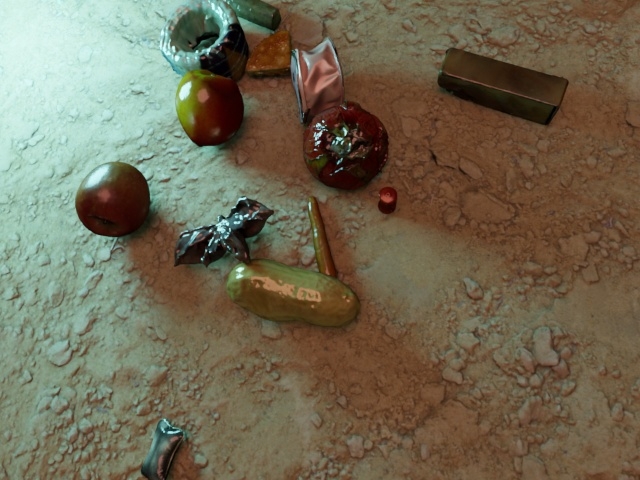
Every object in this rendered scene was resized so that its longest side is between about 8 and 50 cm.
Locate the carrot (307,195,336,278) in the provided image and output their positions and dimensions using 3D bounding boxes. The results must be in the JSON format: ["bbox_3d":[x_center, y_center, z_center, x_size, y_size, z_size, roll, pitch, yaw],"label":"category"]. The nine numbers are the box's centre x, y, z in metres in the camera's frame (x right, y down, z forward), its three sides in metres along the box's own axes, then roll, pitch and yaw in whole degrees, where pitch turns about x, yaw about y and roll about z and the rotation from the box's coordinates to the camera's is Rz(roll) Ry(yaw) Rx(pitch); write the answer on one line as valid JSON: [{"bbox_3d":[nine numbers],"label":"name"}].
[{"bbox_3d":[0.000,0.000,1.212,0.043,0.043,0.248,-14,71,3],"label":"carrot"}]

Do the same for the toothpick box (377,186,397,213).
[{"bbox_3d":[0.167,-0.099,1.195,0.047,0.083,0.047,-1,75,5],"label":"toothpick box"}]

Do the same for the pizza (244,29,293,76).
[{"bbox_3d":[-0.132,-0.512,1.364,0.175,0.046,0.134,-38,73,-4],"label":"pizza"}]

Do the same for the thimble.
[{"bbox_3d":[-0.325,-0.545,1.343,0.237,0.150,0.238,-2,75,7],"label":"thimble"}]

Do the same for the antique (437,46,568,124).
[{"bbox_3d":[0.457,-0.398,1.238,0.309,0.093,0.088,21,78,12],"label":"antique"}]

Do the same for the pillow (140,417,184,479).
[{"bbox_3d":[-0.366,0.489,1.109,0.091,0.055,0.136,20,76,14],"label":"pillow"}]

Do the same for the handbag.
[{"bbox_3d":[-0.012,-0.414,1.258,0.116,0.179,0.205,-11,80,-5],"label":"handbag"}]

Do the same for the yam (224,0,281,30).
[{"bbox_3d":[-0.196,-0.672,1.405,0.169,0.068,0.068,25,79,12],"label":"yam"}]

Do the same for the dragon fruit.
[{"bbox_3d":[0.066,-0.225,1.167,0.218,0.148,0.224,-12,104,-1],"label":"dragon fruit"}]

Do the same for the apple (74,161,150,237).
[{"bbox_3d":[-0.530,-0.103,1.235,0.180,0.181,0.169,-7,51,5],"label":"apple"}]

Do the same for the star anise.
[{"bbox_3d":[-0.228,-0.020,1.168,0.257,0.111,0.199,-7,41,39],"label":"star anise"}]

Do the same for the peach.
[{"bbox_3d":[-0.293,-0.342,1.274,0.197,0.197,0.198,-2,74,6],"label":"peach"}]

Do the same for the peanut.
[{"bbox_3d":[-0.064,0.128,1.131,0.318,0.147,0.148,12,76,4],"label":"peanut"}]
